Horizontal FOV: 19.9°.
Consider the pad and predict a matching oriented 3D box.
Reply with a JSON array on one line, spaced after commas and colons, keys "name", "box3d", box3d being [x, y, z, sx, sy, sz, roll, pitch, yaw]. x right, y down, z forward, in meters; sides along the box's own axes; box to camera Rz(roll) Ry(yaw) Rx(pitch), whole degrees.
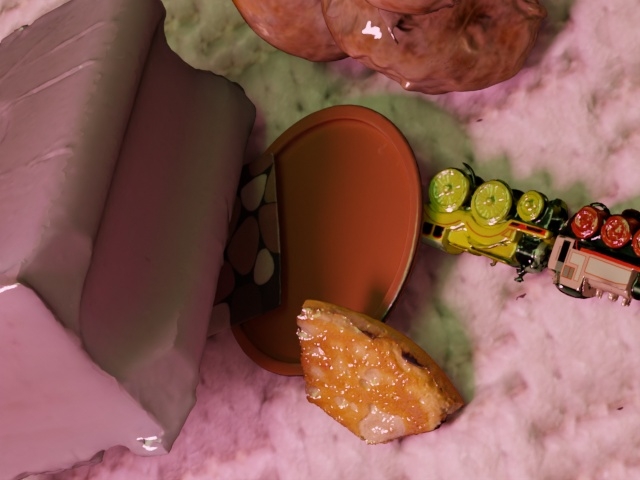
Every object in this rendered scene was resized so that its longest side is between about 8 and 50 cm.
[{"name": "pad", "box3d": [-0.126, 0.026, 1.724, 0.235, 0.003, 0.158, -23, 59, 35]}]

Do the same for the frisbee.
[{"name": "frisbee", "box3d": [0.000, 0.000, 1.629, 0.250, 0.021, 0.251, -21, 59, 41]}]

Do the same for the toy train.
[{"name": "toy train", "box3d": [0.191, -0.002, 1.508, 0.249, 0.053, 0.085, 17, 90, 38]}]

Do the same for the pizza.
[{"name": "pizza", "box3d": [0.042, 0.113, 1.534, 0.160, 0.036, 0.099, 34, 120, 2]}]

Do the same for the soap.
[{"name": "soap", "box3d": [-0.264, 0.010, 1.628, 0.350, 0.213, 0.435, -25, 33, 30]}]

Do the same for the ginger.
[{"name": "ginger", "box3d": [0.035, -0.239, 1.613, 0.375, 0.256, 0.176, 13, 74, 52]}]
